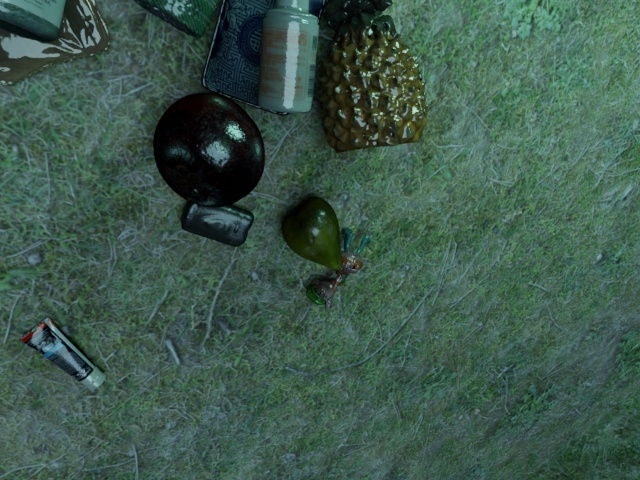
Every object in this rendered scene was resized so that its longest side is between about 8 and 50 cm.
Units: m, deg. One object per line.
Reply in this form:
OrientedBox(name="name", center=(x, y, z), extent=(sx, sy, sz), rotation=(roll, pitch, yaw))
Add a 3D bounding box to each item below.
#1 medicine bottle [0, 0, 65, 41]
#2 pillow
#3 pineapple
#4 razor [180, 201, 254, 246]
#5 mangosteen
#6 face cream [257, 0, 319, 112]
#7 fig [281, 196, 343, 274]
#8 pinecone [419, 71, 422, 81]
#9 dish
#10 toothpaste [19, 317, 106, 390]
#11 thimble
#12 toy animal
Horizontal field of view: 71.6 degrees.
OrientedBox(name="medicine bottle", center=(-0.430, -0.459, 0.645), extent=(0.141, 0.141, 0.293), rotation=(15, 96, -25))
OrientedBox(name="pillow", center=(-0.478, -0.356, 0.748), extent=(0.211, 0.034, 0.135), rotation=(-24, 113, -11))
OrientedBox(name="pineapple", center=(0.087, -0.359, 0.858), extent=(0.223, 0.223, 0.357), rotation=(-13, 106, -15))
OrientedBox(name="razor", center=(-0.225, -0.043, 0.967), extent=(0.148, 0.054, 0.090), rotation=(18, 105, -25))
OrientedBox(name="mangosteen", center=(-0.201, -0.179, 0.843), extent=(0.216, 0.216, 0.216), rotation=(-8, 115, -17))
OrientedBox(name="face cream", center=(-0.053, -0.357, 0.774), extent=(0.101, 0.101, 0.251), rotation=(-2, 114, -20))
OrientedBox(name="fig", center=(-0.001, -0.003, 1.004), extent=(0.133, 0.126, 0.185), rotation=(-37, 84, -3))
OrientedBox(name="pinecone", center=(0.193, -0.337, 0.982), extent=(0.077, 0.077, 0.083), rotation=(-3, 103, -19))
OrientedBox(name="dish", center=(-0.113, -0.382, 0.843), extent=(0.182, 0.080, 0.243), rotation=(13, 110, -24))
OrientedBox(name="toothpaste", center=(-0.561, 0.255, 0.986), extent=(0.071, 0.045, 0.193), rotation=(-41, 114, -9))
OrientedBox(name="thimble", center=(-0.247, -0.416, 0.754), extent=(0.135, 0.118, 0.090), rotation=(30, 98, 10))
OrientedBox(name="toy animal", center=(0.049, 0.072, 1.112), extent=(0.208, 0.100, 0.103), rotation=(-63, 157, 10))
